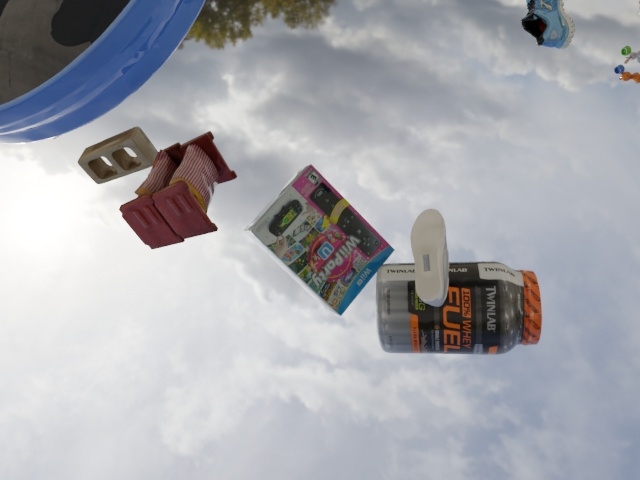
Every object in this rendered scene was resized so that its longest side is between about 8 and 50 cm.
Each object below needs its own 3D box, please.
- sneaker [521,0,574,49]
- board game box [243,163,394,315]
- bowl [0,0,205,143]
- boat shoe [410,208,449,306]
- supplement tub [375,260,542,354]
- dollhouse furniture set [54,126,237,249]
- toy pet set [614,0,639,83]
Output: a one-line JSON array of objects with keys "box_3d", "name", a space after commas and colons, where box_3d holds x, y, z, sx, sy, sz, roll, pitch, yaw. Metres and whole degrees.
[{"box_3d": [0.402, -0.420, 0.943, 0.073, 0.063, 0.162, -8, -115, -8], "name": "sneaker"}, {"box_3d": [0.000, 0.000, 1.264, 0.224, 0.303, 0.097, -49, -164, -14], "name": "board game box"}, {"box_3d": [-0.271, -0.273, 0.499, 0.391, 0.077, 0.391, -5, -107, 18], "name": "bowl"}, {"box_3d": [0.209, 0.033, 0.951, 0.066, 0.063, 0.184, -14, -119, 23], "name": "boat shoe"}, {"box_3d": [0.298, 0.149, 1.150, 0.338, 0.207, 0.207, -2, -145, 12], "name": "supplement tub"}, {"box_3d": [-0.321, -0.186, 0.929, 0.152, 0.374, 0.201, -16, -142, 17], "name": "dollhouse furniture set"}, {"box_3d": [0.475, -0.275, 0.754, 0.065, 0.122, 0.114, -21, -134, -16], "name": "toy pet set"}]
